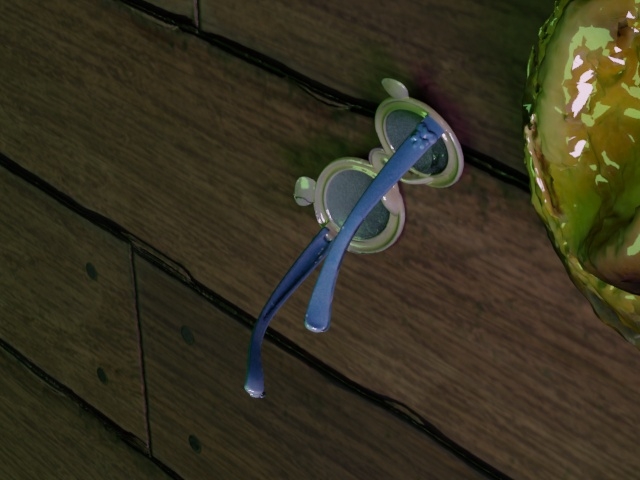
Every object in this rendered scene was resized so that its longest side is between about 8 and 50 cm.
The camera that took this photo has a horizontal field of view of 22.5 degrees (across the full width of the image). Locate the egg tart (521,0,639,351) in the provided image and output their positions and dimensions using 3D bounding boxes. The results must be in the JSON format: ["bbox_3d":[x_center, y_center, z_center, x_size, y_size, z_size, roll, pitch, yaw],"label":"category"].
[{"bbox_3d":[0.210,-0.050,0.948,0.297,0.132,0.297,23,121,45],"label":"egg tart"}]

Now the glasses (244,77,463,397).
[{"bbox_3d":[0.025,0.016,1.183,0.088,0.221,0.189,27,144,-13],"label":"glasses"}]
